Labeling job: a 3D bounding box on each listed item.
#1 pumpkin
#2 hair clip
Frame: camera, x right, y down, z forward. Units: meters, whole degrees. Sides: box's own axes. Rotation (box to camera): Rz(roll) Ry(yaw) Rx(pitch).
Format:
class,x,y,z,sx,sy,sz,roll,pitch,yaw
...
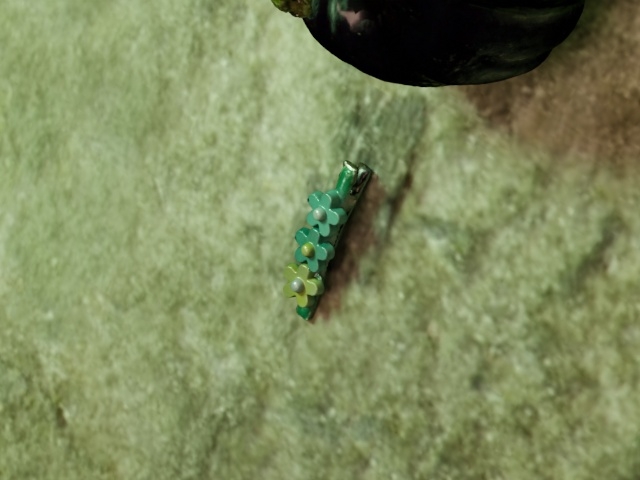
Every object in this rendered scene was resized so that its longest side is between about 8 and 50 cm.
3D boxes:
class,x,y,z,sx,sy,sz,roll,pitch,yaw
pumpkin,0.067,-0.264,1.519,0.296,0.296,0.296,6,101,33
hair clip,-0.001,0.000,1.748,0.049,0.049,0.173,33,118,25
